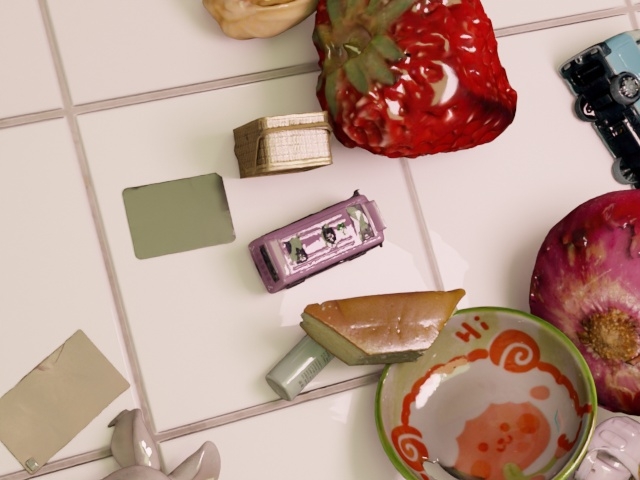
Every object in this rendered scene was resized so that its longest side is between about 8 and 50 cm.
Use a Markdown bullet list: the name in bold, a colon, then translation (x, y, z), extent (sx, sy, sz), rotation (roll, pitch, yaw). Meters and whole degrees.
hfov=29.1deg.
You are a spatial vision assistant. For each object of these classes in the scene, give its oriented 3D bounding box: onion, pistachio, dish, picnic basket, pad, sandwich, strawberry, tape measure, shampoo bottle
- **onion**: translation (0.508, 0.078, 1.874), extent (0.345, 0.358, 0.358), rotation (-42, 93, -23)
- **pistachio**: translation (-0.073, -0.401, 1.902), extent (0.229, 0.157, 0.157), rotation (-34, 91, -26)
- **dish**: translation (0.249, 0.268, 1.846), extent (0.324, 0.124, 0.324), rotation (-5, 57, 9)
- **picnic basket**: translation (-0.057, -0.141, 1.839), extent (0.115, 0.164, 0.079), rotation (-9, 91, -18)
- **pad**: translation (-0.212, -0.038, 1.853), extent (0.157, 0.003, 0.112), rotation (-11, 83, -19)
- **sandwich**: translation (0.096, 0.131, 1.802), extent (0.258, 0.094, 0.096), rotation (-4, 70, -15)
- **strawberry**: translation (0.157, -0.254, 1.897), extent (0.345, 0.295, 0.317), rotation (23, 26, -48)
- **tape measure**: translation (0.437, 0.365, 1.876), extent (0.120, 0.236, 0.197), rotation (30, 48, 32)
- **pad**: translation (-0.374, 0.227, 1.748), extent (0.188, 0.006, 0.113), rotation (-42, 93, -20)
- **shampoo bottle**: translation (0.002, 0.157, 1.854), extent (0.056, 0.056, 0.195), rotation (47, 69, -4)

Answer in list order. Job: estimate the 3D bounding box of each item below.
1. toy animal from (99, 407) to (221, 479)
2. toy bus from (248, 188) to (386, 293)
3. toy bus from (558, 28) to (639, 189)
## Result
- **toy animal**: translation (-0.284, 0.387, 1.673), extent (0.208, 0.154, 0.325), rotation (23, 51, 10)
- **toy bus**: translation (0.000, 0.000, 1.855), extent (0.199, 0.108, 0.096), rotation (-24, 87, -20)
- **toy bus**: translation (0.541, -0.223, 2.059), extent (0.165, 0.133, 0.271), rotation (-34, 93, -25)
